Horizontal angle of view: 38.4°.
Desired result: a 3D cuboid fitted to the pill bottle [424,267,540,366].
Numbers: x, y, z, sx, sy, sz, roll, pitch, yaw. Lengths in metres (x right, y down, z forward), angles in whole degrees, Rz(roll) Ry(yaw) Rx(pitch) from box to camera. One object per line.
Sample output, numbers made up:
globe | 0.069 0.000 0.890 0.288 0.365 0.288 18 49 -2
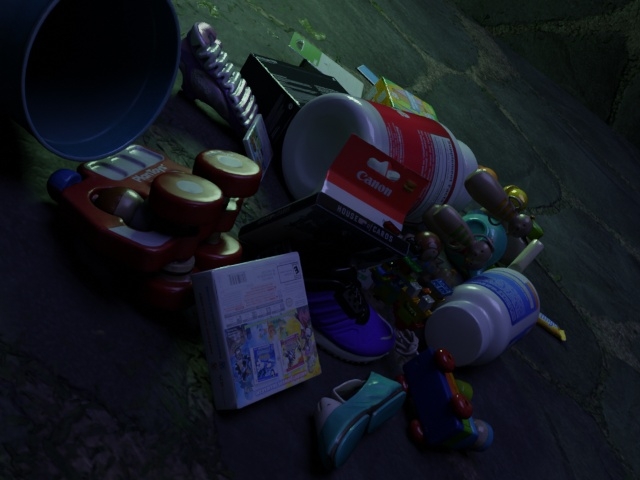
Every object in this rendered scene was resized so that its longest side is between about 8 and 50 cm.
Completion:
pill bottle | 0.298 0.146 1.715 0.152 0.152 0.272 51 29 14

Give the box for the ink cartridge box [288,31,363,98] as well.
ink cartridge box | -0.001 -0.384 2.136 0.209 0.062 0.109 36 29 -14

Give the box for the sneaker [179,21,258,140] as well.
sneaker | -0.203 -0.287 1.727 0.236 0.104 0.095 59 21 -19

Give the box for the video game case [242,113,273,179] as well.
video game case | -0.115 -0.173 1.711 0.122 0.011 0.087 -73 151 -59

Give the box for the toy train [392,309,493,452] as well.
toy train | 0.201 0.233 1.531 0.143 0.105 0.248 32 31 -42

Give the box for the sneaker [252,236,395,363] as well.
sneaker | 0.025 0.088 1.450 0.293 0.146 0.102 29 32 -25

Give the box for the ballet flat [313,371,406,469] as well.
ballet flat | 0.039 0.255 1.334 0.087 0.083 0.247 26 23 21

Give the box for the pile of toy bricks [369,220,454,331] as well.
pile of toy bricks | 0.122 0.068 1.545 0.118 0.105 0.212 -9 48 -45

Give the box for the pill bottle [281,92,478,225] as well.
pill bottle | 0.135 -0.147 1.819 0.407 0.229 0.229 6 46 -49

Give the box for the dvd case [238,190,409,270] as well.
dvd case | 0.000 0.000 1.464 0.179 0.238 0.030 29 64 -26

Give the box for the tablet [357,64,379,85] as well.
tablet | 0.135 -0.432 2.431 0.083 0.006 0.054 44 29 2

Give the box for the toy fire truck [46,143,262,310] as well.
toy fire truck | -0.244 -0.047 1.309 0.253 0.169 0.302 22 25 13

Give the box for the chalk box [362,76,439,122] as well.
chalk box | 0.194 -0.257 2.144 0.213 0.132 0.132 25 33 -32

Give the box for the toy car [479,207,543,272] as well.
toy car | 0.434 -0.007 2.107 0.149 0.155 0.188 56 21 21

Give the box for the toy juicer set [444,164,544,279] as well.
toy juicer set | 0.368 -0.017 1.984 0.329 0.209 0.089 63 2 29

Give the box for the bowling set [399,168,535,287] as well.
bowling set | 0.232 0.025 1.674 0.154 0.287 0.200 46 37 -5

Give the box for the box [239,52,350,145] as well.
box | -0.031 -0.272 1.888 0.261 0.103 0.184 5 40 -49

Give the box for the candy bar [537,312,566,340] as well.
candy bar | 0.489 0.173 2.061 0.161 0.018 0.040 36 29 -15

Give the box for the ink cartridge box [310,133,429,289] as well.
ink cartridge box | 0.068 -0.045 1.602 0.181 0.225 0.056 29 15 -24

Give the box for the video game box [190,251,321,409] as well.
video game box | -0.085 0.121 1.284 0.205 0.048 0.187 -11 88 -57

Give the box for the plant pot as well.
plant pot | -0.384 -0.284 1.305 0.255 0.272 0.271 29 20 30
